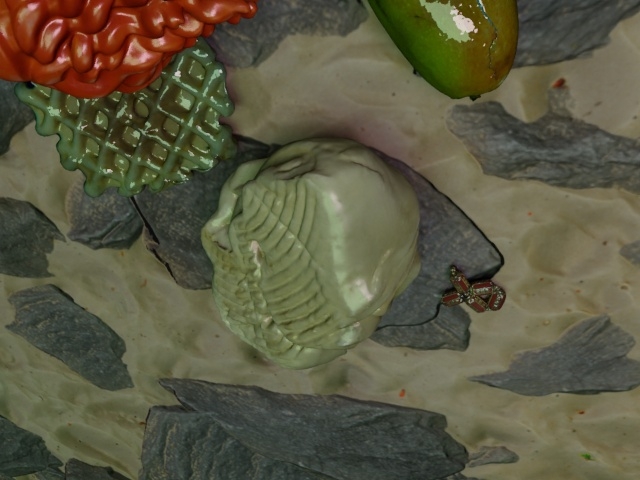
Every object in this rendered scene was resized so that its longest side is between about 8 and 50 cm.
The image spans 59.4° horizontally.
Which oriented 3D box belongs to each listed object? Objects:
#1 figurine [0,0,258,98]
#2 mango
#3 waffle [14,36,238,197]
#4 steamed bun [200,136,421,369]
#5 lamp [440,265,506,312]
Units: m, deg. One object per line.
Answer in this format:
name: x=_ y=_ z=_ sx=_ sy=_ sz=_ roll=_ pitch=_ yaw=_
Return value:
figurine: x=-0.195 y=-0.340 z=0.526 sx=0.306 sy=0.241 sz=0.411 roll=10 pitch=102 yaw=1
mango: x=0.116 y=-0.251 z=0.563 sx=0.125 sy=0.111 sz=0.232 roll=-30 pitch=95 yaw=16
waffle: x=-0.263 y=-0.199 z=0.747 sx=0.309 sy=0.056 sz=0.291 roll=-10 pitch=115 yaw=22
steamed bun: x=0.002 y=0.001 z=0.696 sx=0.276 sy=0.203 sz=0.289 roll=25 pitch=126 yaw=34
lamp: x=0.211 y=0.070 z=0.766 sx=0.083 sy=0.031 sz=0.063 roll=13 pitch=124 yaw=7
